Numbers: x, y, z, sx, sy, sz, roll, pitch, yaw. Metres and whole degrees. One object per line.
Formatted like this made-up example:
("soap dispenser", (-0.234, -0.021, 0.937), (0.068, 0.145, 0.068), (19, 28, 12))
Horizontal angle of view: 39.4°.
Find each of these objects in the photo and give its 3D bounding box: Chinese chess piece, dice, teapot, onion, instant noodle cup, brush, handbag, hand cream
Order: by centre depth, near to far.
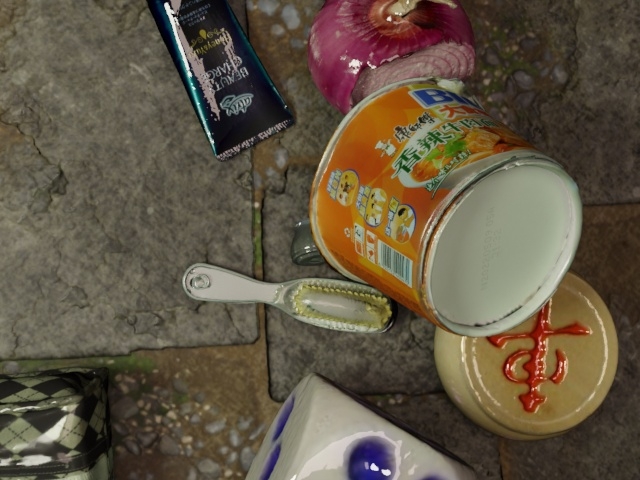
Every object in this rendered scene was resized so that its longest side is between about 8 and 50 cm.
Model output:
("handbag", (-0.399, 0.372, 1.057), (0.317, 0.180, 0.416), (-4, 94, -2))
("instant noodle cup", (0.158, -0.027, 1.078), (0.296, 0.214, 0.296), (-14, 121, -24))
("dice", (0.036, 0.331, 1.085), (0.243, 0.251, 0.259), (29, 84, -7))
("onion", (0.083, -0.258, 1.155), (0.207, 0.200, 0.200), (-38, 95, 12))
("hand cream", (-0.145, -0.248, 1.175), (0.120, 0.061, 0.270), (-30, 101, -15))
("brush", (-0.034, 0.077, 1.176), (0.297, 0.060, 0.068), (10, 89, -10))
("teapot", (0.000, 0.000, 1.189), (0.088, 0.066, 0.057), (1, 70, -32))
("Chinese chess piece", (0.279, 0.146, 1.212), (0.251, 0.097, 0.250), (0, 88, -11))
